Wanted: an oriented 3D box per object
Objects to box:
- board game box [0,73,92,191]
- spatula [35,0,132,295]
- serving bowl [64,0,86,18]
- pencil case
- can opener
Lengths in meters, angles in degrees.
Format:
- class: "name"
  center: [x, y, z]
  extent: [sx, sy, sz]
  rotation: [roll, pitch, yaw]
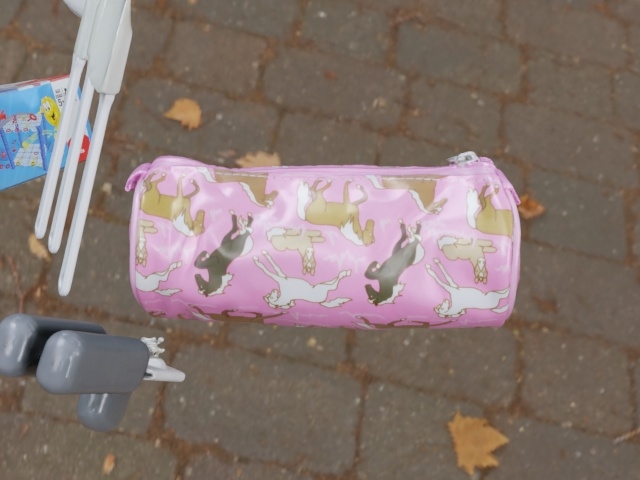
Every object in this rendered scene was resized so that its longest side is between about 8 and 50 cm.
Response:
- class: "board game box"
  center: [-0.426, -0.071, 1.042]
  extent: [0.308, 0.086, 0.302]
  rotation: [-3, 15, 29]
- class: "spatula"
  center: [-0.180, -0.090, 0.840]
  extent: [0.019, 0.242, 0.168]
  rotation: [9, 18, -26]
- class: "serving bowl"
  center: [-0.268, -0.271, 1.295]
  extent: [0.083, 0.027, 0.083]
  rotation: [36, 16, -12]
- class: "pencil case"
  center: [0.000, 0.000, 1.106]
  extent: [0.386, 0.160, 0.167]
  rotation: [0, 67, 5]
- class: "can opener"
  center: [-0.176, 0.107, 0.887]
  extent: [0.074, 0.280, 0.093]
  rotation: [17, 82, 10]
